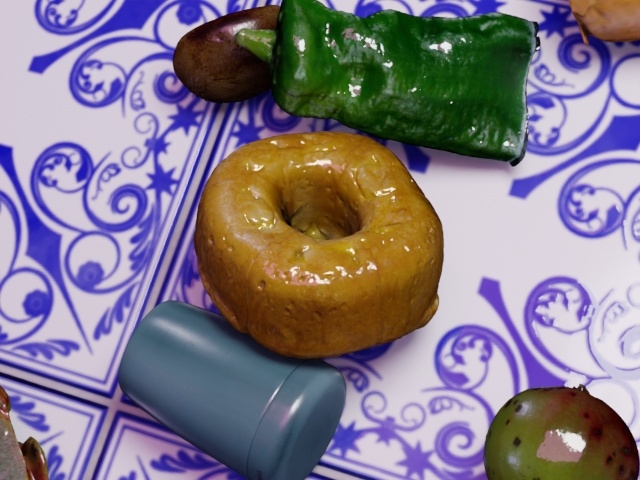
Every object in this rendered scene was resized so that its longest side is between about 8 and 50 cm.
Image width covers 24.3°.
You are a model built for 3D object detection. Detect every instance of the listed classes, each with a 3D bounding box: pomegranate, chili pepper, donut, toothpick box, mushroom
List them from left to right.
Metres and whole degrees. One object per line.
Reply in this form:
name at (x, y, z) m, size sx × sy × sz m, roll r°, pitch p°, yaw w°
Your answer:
toothpick box at (-0.081, 0.130, 1.296) m, size 0.184 × 0.120 × 0.120 m, roll 25°, pitch 79°, yaw 20°
mushroom at (-0.079, -0.180, 1.391) m, size 0.127 × 0.127 × 0.087 m, roll -24°, pitch 74°, yaw 3°
donut at (-0.001, 0.001, 1.280) m, size 0.226 × 0.114 × 0.226 m, roll 4°, pitch 45°, yaw -4°
chili pepper at (0.057, -0.155, 1.328) m, size 0.270 × 0.099 × 0.136 m, roll 9°, pitch 93°, yaw -14°
pomegranate at (0.201, 0.197, 1.217) m, size 0.129 × 0.129 × 0.159 m, roll -12°, pitch 79°, yaw 7°

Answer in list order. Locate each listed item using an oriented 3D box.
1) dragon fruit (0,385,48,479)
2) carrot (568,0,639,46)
dragon fruit at (-0.362, 0.256, 1.310) m, size 0.268 × 0.130 × 0.295 m, roll 8°, pitch 75°, yaw 8°
carrot at (0.348, -0.247, 1.309) m, size 0.254 × 0.196 × 0.196 m, roll -13°, pitch 71°, yaw 17°
